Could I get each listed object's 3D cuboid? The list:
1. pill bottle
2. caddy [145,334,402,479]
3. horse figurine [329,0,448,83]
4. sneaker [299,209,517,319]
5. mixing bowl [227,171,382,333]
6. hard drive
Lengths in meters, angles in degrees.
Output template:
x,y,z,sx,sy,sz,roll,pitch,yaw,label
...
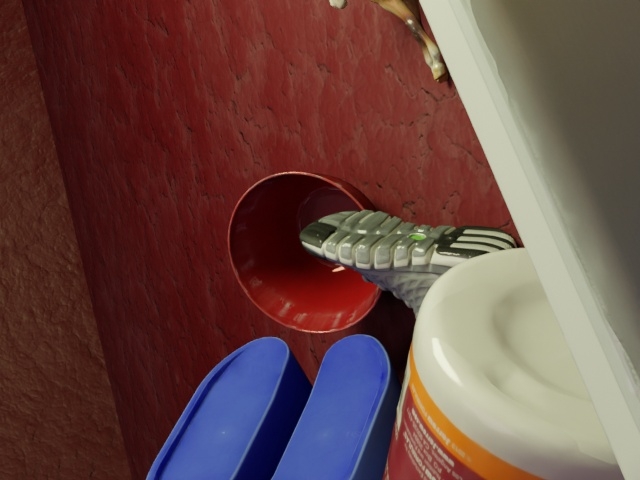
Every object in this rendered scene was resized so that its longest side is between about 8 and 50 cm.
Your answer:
x,y,z,sx,sy,sz,roll,pitch,yaw,label
0.151,0.223,0.717,0.224,0.224,0.392,49,141,45,pill bottle
-0.025,0.250,0.963,0.241,0.341,0.179,-5,123,26,caddy
0.076,-0.229,0.789,0.174,0.066,0.263,57,165,1,horse figurine
0.080,0.050,0.898,0.228,0.086,0.132,10,120,38,sneaker
0.000,0.000,1.033,0.181,0.098,0.181,8,112,20,mixing bowl
0.191,-0.066,0.511,0.047,0.233,0.353,-49,57,58,hard drive
